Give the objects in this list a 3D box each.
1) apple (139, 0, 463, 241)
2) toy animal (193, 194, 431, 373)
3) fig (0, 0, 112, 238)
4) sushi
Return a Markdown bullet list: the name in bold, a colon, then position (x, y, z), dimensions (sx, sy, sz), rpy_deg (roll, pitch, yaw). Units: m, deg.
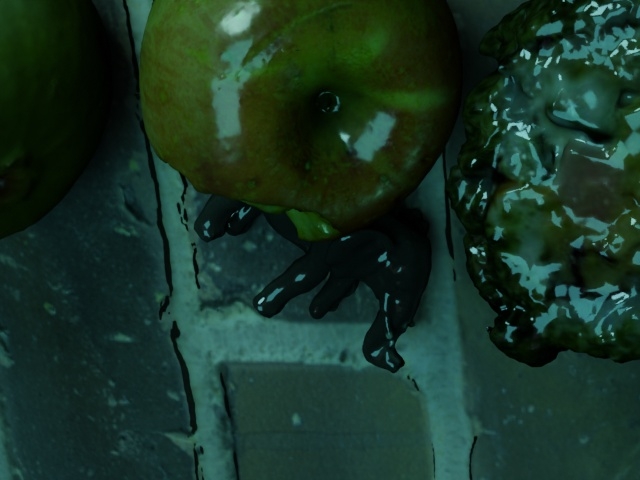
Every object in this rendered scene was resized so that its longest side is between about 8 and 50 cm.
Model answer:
- **apple**: position (-0.019, -0.127, 1.027), dimensions (0.246, 0.226, 0.246), rpy_deg (-7, 116, -15)
- **toy animal**: position (-0.001, 0.003, 1.140), dimensions (0.245, 0.114, 0.146), rpy_deg (42, 119, 2)
- **fig**: position (-0.335, -0.158, 1.128), dimensions (0.316, 0.316, 0.316), rpy_deg (7, 112, 18)
- **sushi**: position (0.266, -0.077, 0.974), dimensions (0.352, 0.178, 0.294), rpy_deg (-15, 102, 24)
